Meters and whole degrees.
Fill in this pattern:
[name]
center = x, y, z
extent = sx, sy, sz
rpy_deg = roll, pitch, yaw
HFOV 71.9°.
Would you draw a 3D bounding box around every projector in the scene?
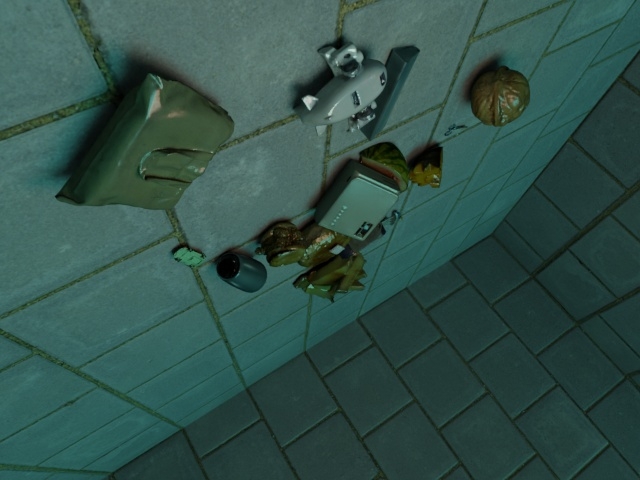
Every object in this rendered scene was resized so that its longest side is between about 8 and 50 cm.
[projector]
center = 0.125, -0.134, 1.531
extent = 0.198, 0.108, 0.250
rpy_deg = 20, 126, -26

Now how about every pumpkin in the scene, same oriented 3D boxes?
[pumpkin]
center = 0.420, -0.308, 1.762
extent = 0.131, 0.149, 0.254
rpy_deg = 3, 172, 18

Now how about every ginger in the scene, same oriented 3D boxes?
[ginger]
center = 0.082, 0.201, 2.106
extent = 0.358, 0.211, 0.413
rpy_deg = -34, 158, -1

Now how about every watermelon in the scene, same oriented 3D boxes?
[watermelon]
center = 0.248, -0.271, 1.582
extent = 0.303, 0.159, 0.128
rpy_deg = 45, 60, -69

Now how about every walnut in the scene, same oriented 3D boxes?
[walnut]
center = 0.616, -0.493, 1.519
extent = 0.198, 0.198, 0.245
rpy_deg = -42, 159, 14

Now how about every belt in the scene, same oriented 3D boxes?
[belt]
center = 0.159, -0.027, 1.876
extent = 0.231, 0.126, 0.139
rpy_deg = -31, -179, -15

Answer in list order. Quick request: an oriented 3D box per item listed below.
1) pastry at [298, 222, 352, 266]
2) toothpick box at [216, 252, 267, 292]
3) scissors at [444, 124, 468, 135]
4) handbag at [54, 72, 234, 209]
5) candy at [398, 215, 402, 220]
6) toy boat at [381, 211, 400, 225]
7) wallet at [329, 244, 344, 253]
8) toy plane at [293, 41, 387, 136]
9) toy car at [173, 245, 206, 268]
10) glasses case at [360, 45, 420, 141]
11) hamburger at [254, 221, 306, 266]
[pastry]
center = 0.000, 0.002, 1.707
extent = 0.236, 0.120, 0.257
rpy_deg = -40, 160, 18
[toothpick box]
center = -0.273, 0.108, 1.516
extent = 0.120, 0.120, 0.184
rpy_deg = -39, 155, 6
[scissors]
center = 0.541, -0.440, 1.746
extent = 0.119, 0.014, 0.058
rpy_deg = -18, 156, -31
[handbag]
center = -0.330, -0.178, 0.878
extent = 0.316, 0.109, 0.253
rpy_deg = -45, 161, 20
[candy]
center = 0.366, -0.093, 2.174
extent = 0.083, 0.025, 0.023
rpy_deg = -30, 176, 3
[toy boat]
center = 0.320, -0.084, 2.105
extent = 0.149, 0.034, 0.105
rpy_deg = -38, 156, 4
[wallet]
center = 0.063, 0.035, 1.680
extent = 0.044, 0.011, 0.083
rpy_deg = -37, 161, 11
[toy plane]
center = 0.053, -0.359, 1.076
extent = 0.245, 0.117, 0.244
rpy_deg = -21, 135, -23
[toy car]
center = -0.394, 0.046, 1.325
extent = 0.059, 0.035, 0.122
rpy_deg = -38, 149, 5
[glasses case]
center = 0.188, -0.416, 1.250
extent = 0.105, 0.056, 0.266
rpy_deg = -50, 170, -38
[hamburger]
center = -0.143, 0.016, 1.522
extent = 0.185, 0.131, 0.159
rpy_deg = -16, 160, -26
